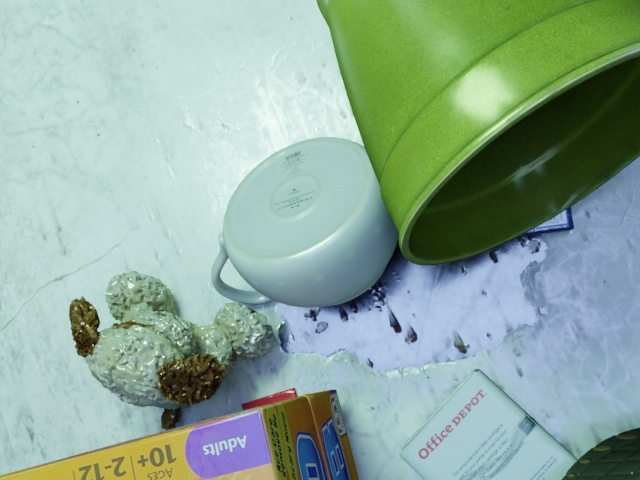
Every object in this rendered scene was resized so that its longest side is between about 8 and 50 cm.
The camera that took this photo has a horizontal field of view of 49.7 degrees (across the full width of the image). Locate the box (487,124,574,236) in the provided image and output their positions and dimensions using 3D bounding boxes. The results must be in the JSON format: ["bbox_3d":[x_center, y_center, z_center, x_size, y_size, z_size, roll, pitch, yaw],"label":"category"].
[{"bbox_3d":[0.262,-0.117,0.955,0.136,0.036,0.226,-8,88,11],"label":"box"}]

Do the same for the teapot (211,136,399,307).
[{"bbox_3d":[0.000,0.000,0.938,0.256,0.187,0.253,22,66,40],"label":"teapot"}]

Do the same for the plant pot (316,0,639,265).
[{"bbox_3d":[0.170,-0.218,0.802,0.366,0.366,0.353,-31,69,6],"label":"plant pot"}]

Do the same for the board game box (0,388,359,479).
[{"bbox_3d":[-0.136,0.392,0.777,0.356,0.356,0.357,-17,77,9],"label":"board game box"}]

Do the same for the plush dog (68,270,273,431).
[{"bbox_3d":[-0.223,0.161,0.932,0.262,0.225,0.211,17,85,14],"label":"plush dog"}]

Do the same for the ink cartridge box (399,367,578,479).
[{"bbox_3d":[0.227,0.287,0.884,0.208,0.087,0.153,44,93,14],"label":"ink cartridge box"}]

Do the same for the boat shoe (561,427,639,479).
[{"bbox_3d":[0.430,0.268,0.791,0.323,0.122,0.120,-20,90,-14],"label":"boat shoe"}]

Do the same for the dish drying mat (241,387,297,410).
[{"bbox_3d":[-0.072,0.240,0.999,0.083,0.008,0.032,-20,77,10],"label":"dish drying mat"}]
